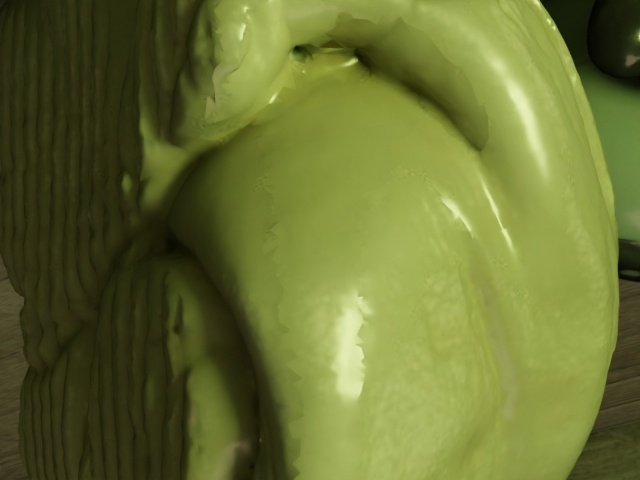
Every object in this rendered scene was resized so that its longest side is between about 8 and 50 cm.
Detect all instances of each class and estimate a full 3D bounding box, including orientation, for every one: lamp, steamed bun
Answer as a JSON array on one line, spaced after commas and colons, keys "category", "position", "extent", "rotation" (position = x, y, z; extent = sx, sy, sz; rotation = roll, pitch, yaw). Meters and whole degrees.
[{"category": "lamp", "position": [0.189, -0.078, 0.928], "extent": [0.198, 0.197, 0.244], "rotation": [-6, 157, -5]}, {"category": "steamed bun", "position": [0.000, 0.000, 0.828], "extent": [0.255, 0.342, 0.368], "rotation": [-3, -177, -29]}]
